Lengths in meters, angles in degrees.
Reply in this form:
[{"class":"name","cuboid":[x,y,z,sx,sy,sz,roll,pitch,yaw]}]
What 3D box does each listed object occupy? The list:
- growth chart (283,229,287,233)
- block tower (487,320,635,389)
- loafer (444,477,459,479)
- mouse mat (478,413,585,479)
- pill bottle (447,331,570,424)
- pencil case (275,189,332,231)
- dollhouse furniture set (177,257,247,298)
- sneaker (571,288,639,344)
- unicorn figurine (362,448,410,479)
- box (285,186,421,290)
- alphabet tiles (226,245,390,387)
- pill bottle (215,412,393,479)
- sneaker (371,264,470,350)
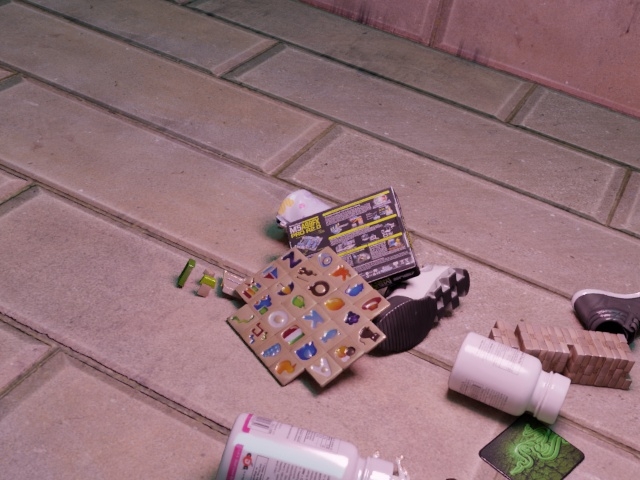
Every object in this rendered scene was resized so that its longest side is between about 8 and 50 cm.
[{"class":"growth chart","cuboid":[0.000,0.000,2.263,0.172,0.021,0.237,-8,39,-28]},{"class":"block tower","cuboid":[0.534,0.255,1.994,0.336,0.097,0.091,8,35,-8]},{"class":"loafer","cuboid":[0.316,0.475,1.615,0.220,0.080,0.078,15,35,5]},{"class":"mouse mat","cuboid":[0.425,0.429,1.784,0.153,0.007,0.190,34,39,30]},{"class":"pill bottle","cuboid":[0.394,0.292,1.861,0.229,0.131,0.131,22,35,15]},{"class":"pencil case","cuboid":[0.018,-0.019,2.174,0.273,0.113,0.124,33,33,28]},{"class":"dollhouse furniture set","cuboid":[-0.245,0.101,2.037,0.152,0.058,0.076,24,23,-17]},{"class":"sneaker","cuboid":[0.766,0.199,2.148,0.296,0.104,0.147,4,36,-2]},{"class":"unicorn figurine","cuboid":[0.133,0.442,1.638,0.162,0.060,0.111,-2,34,7]},{"class":"box","cuboid":[0.072,0.020,2.039,0.270,0.060,0.216,-20,61,9]},{"class":"alphabet tiles","cuboid":[-0.029,0.156,1.920,0.285,0.011,0.342,-36,51,-14]},{"class":"pill bottle","cuboid":[-0.027,0.410,1.532,0.283,0.160,0.160,15,34,5]},{"class":"sneaker","cuboid":[0.195,0.147,2.046,0.146,0.122,0.331,16,30,39]}]
